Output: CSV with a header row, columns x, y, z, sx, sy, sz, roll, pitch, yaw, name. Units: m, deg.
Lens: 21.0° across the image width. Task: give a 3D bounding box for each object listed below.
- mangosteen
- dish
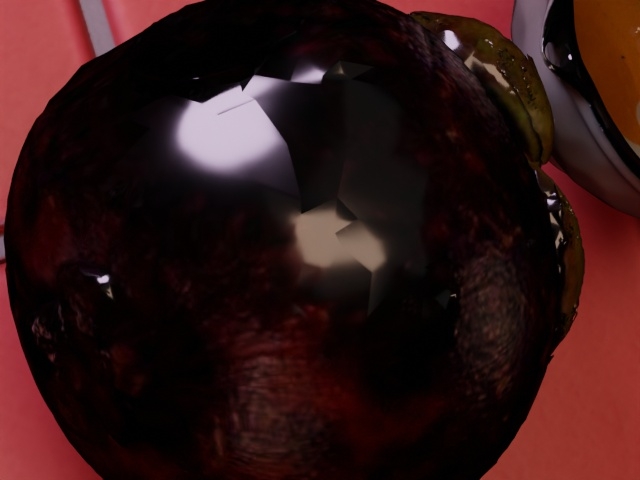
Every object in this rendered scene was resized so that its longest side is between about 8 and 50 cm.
x,y,z,sx,sy,sz,roll,pitch,yaw,name
-0.014,-0.010,1.160,0.381,0.381,0.421,35,60,-6,mangosteen
0.234,-0.129,1.343,0.303,0.120,0.303,17,64,-38,dish
